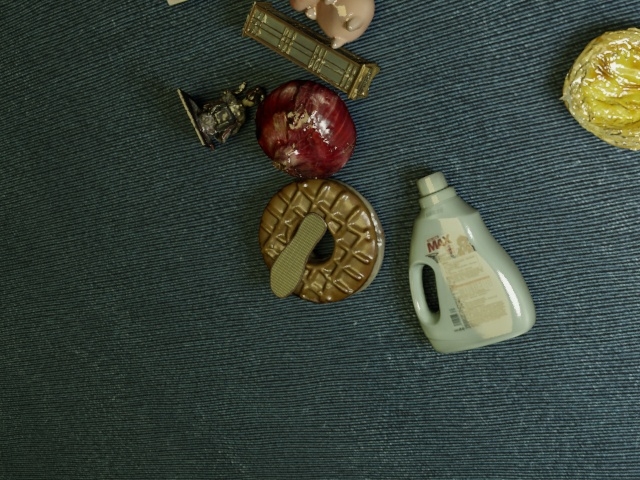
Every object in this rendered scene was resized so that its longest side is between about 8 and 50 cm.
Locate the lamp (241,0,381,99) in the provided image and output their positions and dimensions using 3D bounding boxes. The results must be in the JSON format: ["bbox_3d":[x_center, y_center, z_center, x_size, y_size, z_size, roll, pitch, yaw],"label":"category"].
[{"bbox_3d":[-0.024,-0.441,1.638,0.325,0.090,0.089,34,116,14],"label":"lamp"}]

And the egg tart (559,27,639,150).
[{"bbox_3d":[0.604,-0.295,1.388,0.252,0.098,0.232,4,100,20],"label":"egg tart"}]

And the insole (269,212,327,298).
[{"bbox_3d":[-0.060,0.038,1.719,0.086,0.005,0.253,35,116,12],"label":"insole"}]

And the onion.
[{"bbox_3d":[-0.044,-0.242,1.615,0.252,0.219,0.252,22,141,19],"label":"onion"}]

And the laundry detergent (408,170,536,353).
[{"bbox_3d":[0.301,0.043,1.604,0.263,0.124,0.398,-21,94,29],"label":"laundry detergent"}]

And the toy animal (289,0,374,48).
[{"bbox_3d":[0.013,-0.553,1.553,0.250,0.154,0.166,48,135,-7],"label":"toy animal"}]

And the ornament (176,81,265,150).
[{"bbox_3d":[-0.227,-0.334,1.773,0.196,0.153,0.166,-24,95,4],"label":"ornament"}]

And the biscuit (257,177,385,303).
[{"bbox_3d":[0.000,0.000,1.741,0.331,0.103,0.332,6,106,23],"label":"biscuit"}]

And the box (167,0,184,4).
[{"bbox_3d":[-0.325,-0.715,1.682,0.175,0.062,0.261,-6,117,27],"label":"box"}]
